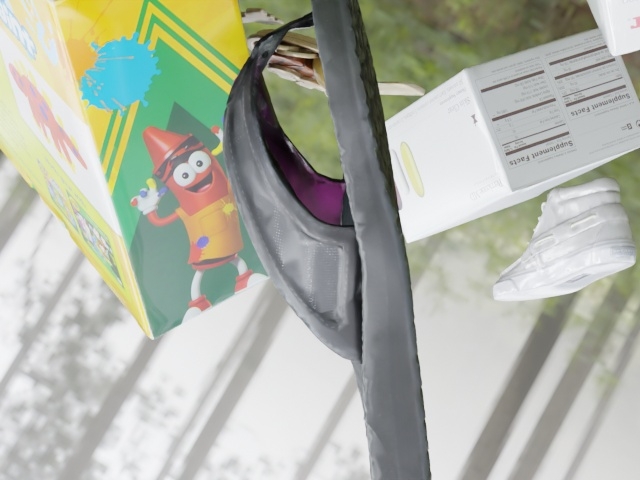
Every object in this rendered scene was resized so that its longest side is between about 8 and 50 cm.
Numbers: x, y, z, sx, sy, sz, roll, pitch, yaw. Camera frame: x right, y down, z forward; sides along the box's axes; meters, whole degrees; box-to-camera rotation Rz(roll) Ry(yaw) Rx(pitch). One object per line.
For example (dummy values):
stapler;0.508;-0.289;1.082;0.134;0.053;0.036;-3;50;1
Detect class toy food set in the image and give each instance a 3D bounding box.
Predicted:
toy food set;-0.012;-0.157;1.459;0.192;0.038;0.132;23;172;-32

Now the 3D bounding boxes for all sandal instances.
sandal;0.000;0.002;1.034;0.107;0.445;0.167;-8;-169;1

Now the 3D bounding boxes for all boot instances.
boot;0.318;-0.001;2.103;0.095;0.123;0.258;4;162;-34

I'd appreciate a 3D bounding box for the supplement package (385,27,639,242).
supplement package;0.210;-0.117;1.820;0.262;0.204;0.145;-30;80;64

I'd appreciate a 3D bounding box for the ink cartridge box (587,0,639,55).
ink cartridge box;0.323;-0.335;1.364;0.129;0.223;0.307;-99;-8;-45

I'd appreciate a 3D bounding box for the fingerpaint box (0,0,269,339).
fingerpaint box;-0.222;-0.193;1.446;0.445;0.163;0.371;45;155;43
